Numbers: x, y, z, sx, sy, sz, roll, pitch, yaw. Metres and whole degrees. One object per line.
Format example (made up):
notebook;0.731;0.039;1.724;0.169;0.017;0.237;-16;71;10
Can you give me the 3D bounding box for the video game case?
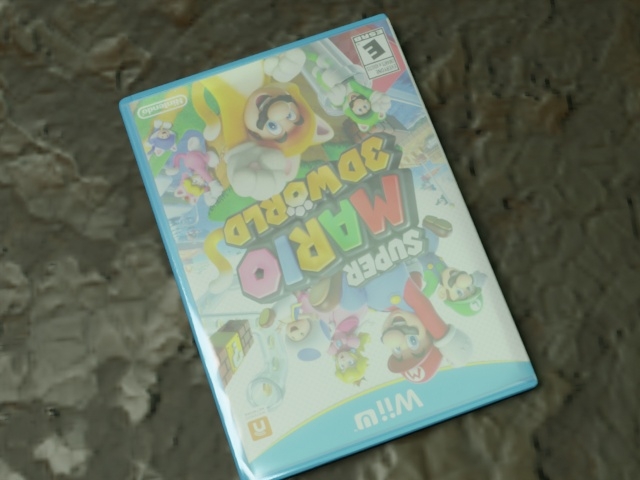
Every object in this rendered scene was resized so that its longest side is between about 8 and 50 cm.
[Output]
video game case;0.000;0.000;0.415;0.119;0.015;0.166;-19;75;-5
